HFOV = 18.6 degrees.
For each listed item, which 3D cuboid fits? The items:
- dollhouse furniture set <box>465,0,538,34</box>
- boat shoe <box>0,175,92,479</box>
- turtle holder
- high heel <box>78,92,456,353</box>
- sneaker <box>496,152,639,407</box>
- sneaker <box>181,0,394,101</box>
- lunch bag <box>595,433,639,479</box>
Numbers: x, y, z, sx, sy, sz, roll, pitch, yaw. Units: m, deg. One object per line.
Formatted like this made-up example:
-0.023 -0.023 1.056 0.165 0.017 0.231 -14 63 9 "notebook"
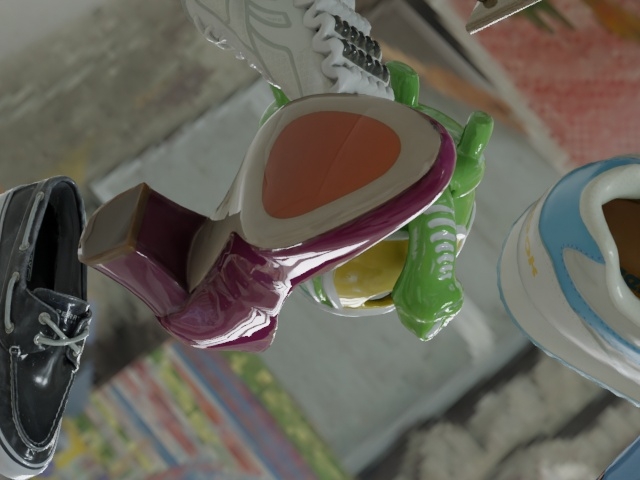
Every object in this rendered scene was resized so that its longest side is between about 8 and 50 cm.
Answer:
0.130 -0.280 1.548 0.123 0.151 0.144 -23 -147 54 "dollhouse furniture set"
-0.273 0.080 1.913 0.102 0.301 0.108 -19 150 38 "boat shoe"
0.068 -0.036 2.063 0.243 0.320 0.227 -21 130 -49 "turtle holder"
0.000 0.000 1.397 0.181 0.377 0.127 32 64 -32 "high heel"
0.176 0.042 0.692 0.092 0.228 0.087 123 -11 -74 "sneaker"
-0.034 -0.169 1.483 0.118 0.292 0.110 -29 155 14 "sneaker"
0.273 0.200 1.012 0.138 0.293 0.221 31 109 -32 "lunch bag"
